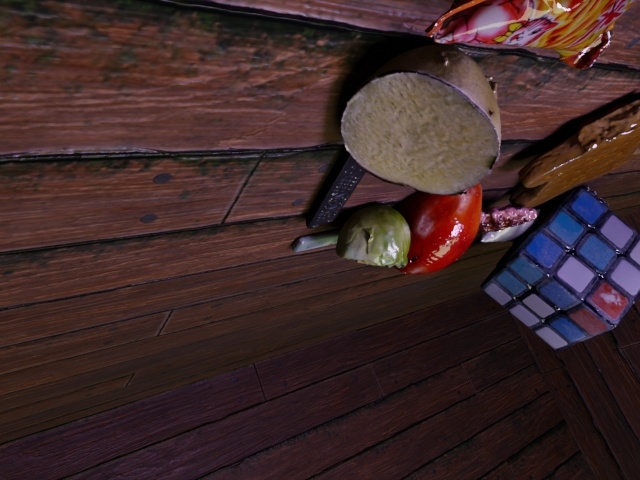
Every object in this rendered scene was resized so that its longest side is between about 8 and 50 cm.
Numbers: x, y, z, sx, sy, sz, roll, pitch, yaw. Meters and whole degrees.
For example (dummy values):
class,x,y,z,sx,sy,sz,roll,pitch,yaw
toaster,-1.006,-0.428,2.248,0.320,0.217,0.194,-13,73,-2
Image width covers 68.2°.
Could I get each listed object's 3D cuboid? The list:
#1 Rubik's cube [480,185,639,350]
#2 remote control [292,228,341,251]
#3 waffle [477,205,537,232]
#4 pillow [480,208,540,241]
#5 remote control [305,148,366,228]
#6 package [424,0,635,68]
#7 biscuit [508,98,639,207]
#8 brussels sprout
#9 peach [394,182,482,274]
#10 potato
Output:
class,x,y,z,sx,sy,sz,roll,pitch,yaw
Rubik's cube,0.808,0.101,1.567,0.359,0.362,0.363,-45,169,-22
remote control,0.000,0.000,1.002,0.124,0.018,0.053,-12,158,-30
waffle,0.416,-0.050,1.219,0.234,0.056,0.221,-5,172,-22
pillow,0.597,-0.050,1.473,0.254,0.078,0.144,0,142,-50
remote control,0.032,-0.086,0.785,0.063,0.025,0.245,-15,160,-26
package,0.238,-0.263,0.411,0.288,0.108,0.223,-17,157,-40
biscuit,0.617,-0.202,1.082,0.368,0.076,0.394,-27,164,13
brussels sprout,0.106,-0.013,0.938,0.151,0.122,0.149,9,180,41
peach,0.242,-0.019,1.015,0.158,0.154,0.267,-3,154,-43
potato,0.129,-0.154,0.566,0.117,0.182,0.202,-62,-175,-23
